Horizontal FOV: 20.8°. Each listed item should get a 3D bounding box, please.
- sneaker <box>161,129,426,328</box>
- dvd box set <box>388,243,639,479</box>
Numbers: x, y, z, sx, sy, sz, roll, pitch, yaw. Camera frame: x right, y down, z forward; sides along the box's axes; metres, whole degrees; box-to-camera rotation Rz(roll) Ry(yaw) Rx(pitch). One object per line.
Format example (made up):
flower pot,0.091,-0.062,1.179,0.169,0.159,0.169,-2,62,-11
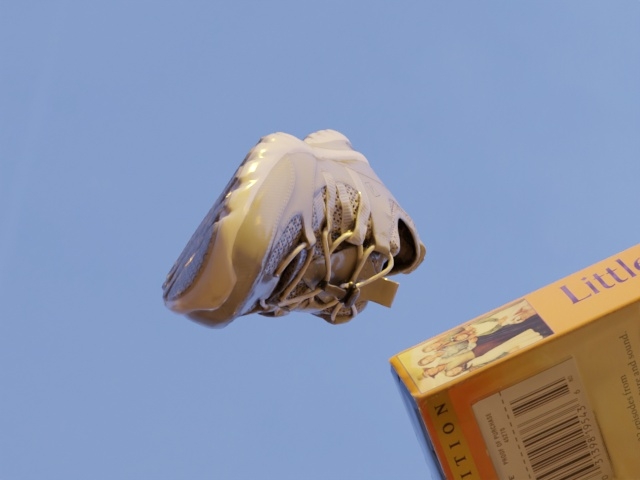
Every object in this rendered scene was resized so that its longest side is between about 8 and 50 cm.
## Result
sneaker,0.000,0.000,1.062,0.115,0.281,0.105,38,-67,8
dvd box set,0.281,0.116,1.041,0.420,0.062,0.307,-25,-63,-4
